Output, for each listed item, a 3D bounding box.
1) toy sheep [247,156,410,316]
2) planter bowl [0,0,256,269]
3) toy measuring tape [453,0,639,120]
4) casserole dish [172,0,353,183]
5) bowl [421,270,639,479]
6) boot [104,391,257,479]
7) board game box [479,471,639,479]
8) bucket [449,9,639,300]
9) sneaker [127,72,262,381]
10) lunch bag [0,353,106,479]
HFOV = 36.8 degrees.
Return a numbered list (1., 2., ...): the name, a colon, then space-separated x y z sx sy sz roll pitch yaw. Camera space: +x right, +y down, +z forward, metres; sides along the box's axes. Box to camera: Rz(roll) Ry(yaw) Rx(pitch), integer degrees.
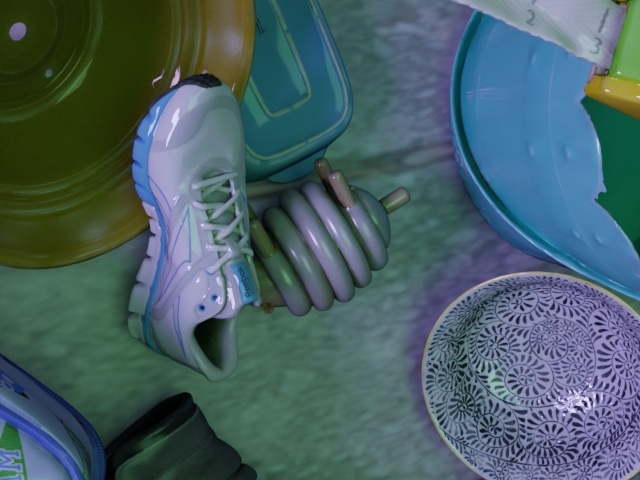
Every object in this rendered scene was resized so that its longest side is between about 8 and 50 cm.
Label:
1. toy sheep: 0.000 0.000 0.620 0.132 0.091 0.091 -29 107 -2
2. planter bowl: -0.143 -0.099 0.522 0.217 0.090 0.217 -34 143 -31
3. toy measuring tape: 0.185 -0.099 0.477 0.330 0.121 0.121 18 87 -24
4. casserole dish: -0.043 -0.125 0.616 0.114 0.037 0.188 -29 105 -20
5. bowl: 0.164 0.091 0.690 0.170 0.080 0.170 6 107 19
6. boot: -0.125 0.278 0.591 0.222 0.118 0.338 40 72 -15
7. board game box: 0.172 0.330 0.724 0.224 0.097 0.303 -16 103 -23
8. bucket: 0.235 -0.092 0.664 0.281 0.183 0.281 -2 95 -24
9. sneaker: -0.061 -0.001 0.557 0.071 0.083 0.191 -21 130 -38
10. lunch bag: -0.267 0.154 0.474 0.243 0.115 0.303 35 86 -6
